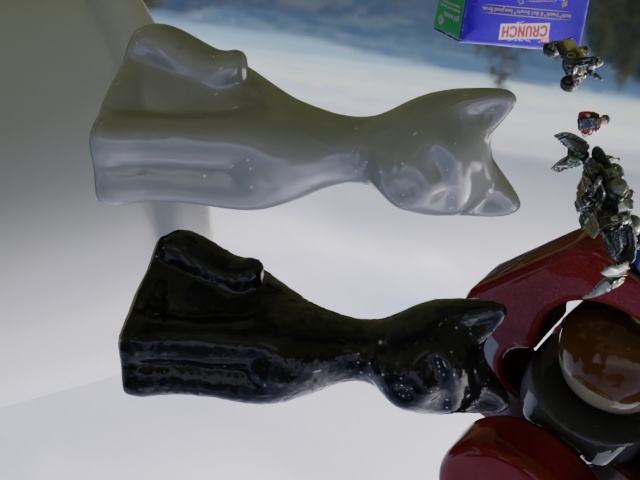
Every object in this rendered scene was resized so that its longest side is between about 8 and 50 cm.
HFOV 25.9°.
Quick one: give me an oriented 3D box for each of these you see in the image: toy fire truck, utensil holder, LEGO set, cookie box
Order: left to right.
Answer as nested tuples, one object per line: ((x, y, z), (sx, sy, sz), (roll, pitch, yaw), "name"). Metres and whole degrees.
((-0.313, -0.018, 1.011), (0.385, 0.328, 0.327), (-14, -161, -23), "utensil holder")
((0.128, -0.180, 0.892), (0.091, 0.107, 0.040), (1, -161, -23), "cookie box")
((0.086, -0.022, 0.419), (0.023, 0.083, 0.054), (-12, -140, -5), "LEGO set")
((0.218, 0.102, 0.791), (0.302, 0.254, 0.169), (38, -131, 15), "toy fire truck")

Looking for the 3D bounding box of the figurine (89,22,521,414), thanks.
((0.000, 0.000, 0.726), (0.209, 0.215, 0.092), (7, -143, 12), "figurine")
